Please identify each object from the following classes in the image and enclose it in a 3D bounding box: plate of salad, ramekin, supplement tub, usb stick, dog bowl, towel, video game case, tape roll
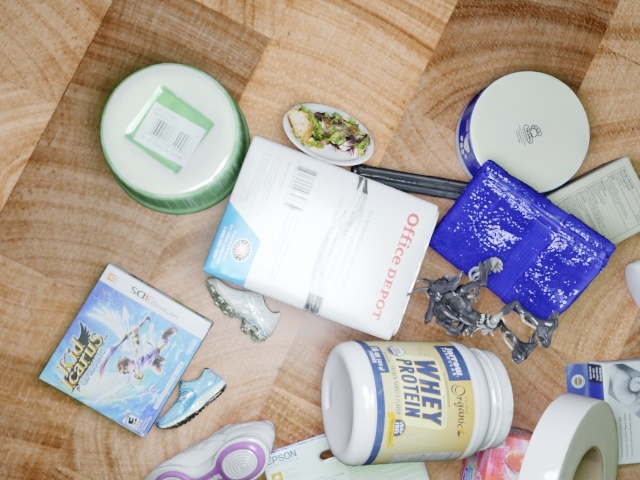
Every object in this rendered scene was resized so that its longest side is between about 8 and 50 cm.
[{"bbox_3d":[0.021,-0.229,1.431,0.200,0.048,0.200,13,42,-12],"label":"plate of salad"},{"bbox_3d":[-0.295,-0.209,1.405,0.303,0.148,0.303,0,87,-5],"label":"ramekin"},{"bbox_3d":[0.179,0.305,1.324,0.316,0.228,0.228,2,87,-18],"label":"supplement tub"},{"bbox_3d":[0.202,-0.122,1.479,0.278,0.077,0.045,9,98,-4],"label":"usb stick"},{"bbox_3d":[0.431,-0.222,1.490,0.265,0.104,0.265,0,88,-5],"label":"dog bowl"},{"bbox_3d":[0.389,0.012,1.379,0.308,0.076,0.228,38,111,11],"label":"towel"},{"bbox_3d":[-0.393,0.223,1.420,0.244,0.061,0.269,30,85,-2],"label":"video game case"},{"bbox_3d":[0.477,0.490,1.332,0.072,0.392,0.392,7,85,39],"label":"tape roll"}]

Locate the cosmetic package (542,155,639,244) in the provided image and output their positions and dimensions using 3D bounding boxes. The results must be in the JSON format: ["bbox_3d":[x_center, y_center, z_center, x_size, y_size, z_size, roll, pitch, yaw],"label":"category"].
[{"bbox_3d":[0.535,-0.038,1.486,0.309,0.113,0.160,-26,90,-6],"label":"cosmetic package"}]

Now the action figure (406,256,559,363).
[{"bbox_3d":[0.308,0.126,1.349,0.275,0.141,0.164,28,127,-1],"label":"action figure"}]

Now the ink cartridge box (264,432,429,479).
[{"bbox_3d":[0.072,0.548,1.440,0.324,0.071,0.330,-16,85,-5],"label":"ink cartridge box"}]

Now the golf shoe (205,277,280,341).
[{"bbox_3d":[-0.161,0.129,1.452,0.176,0.069,0.086,45,66,-6],"label":"golf shoe"}]

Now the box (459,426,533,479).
[{"bbox_3d":[0.369,0.539,1.424,0.142,0.154,0.300,11,85,-5],"label":"box"}]

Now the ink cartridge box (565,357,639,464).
[{"bbox_3d":[0.655,0.371,1.508,0.224,0.045,0.223,-4,88,-5],"label":"ink cartridge box"}]

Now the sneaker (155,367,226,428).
[{"bbox_3d":[-0.275,0.327,1.434,0.162,0.063,0.073,-38,75,-11],"label":"sneaker"}]

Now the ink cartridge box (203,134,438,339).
[{"bbox_3d":[0.000,0.000,1.410,0.395,0.166,0.285,21,86,-3],"label":"ink cartridge box"}]

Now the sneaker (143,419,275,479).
[{"bbox_3d":[-0.216,0.454,1.403,0.305,0.152,0.114,-25,98,17],"label":"sneaker"}]

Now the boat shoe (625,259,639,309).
[{"bbox_3d":[0.776,0.153,1.500,0.102,0.108,0.301,-36,93,-5],"label":"boat shoe"}]
